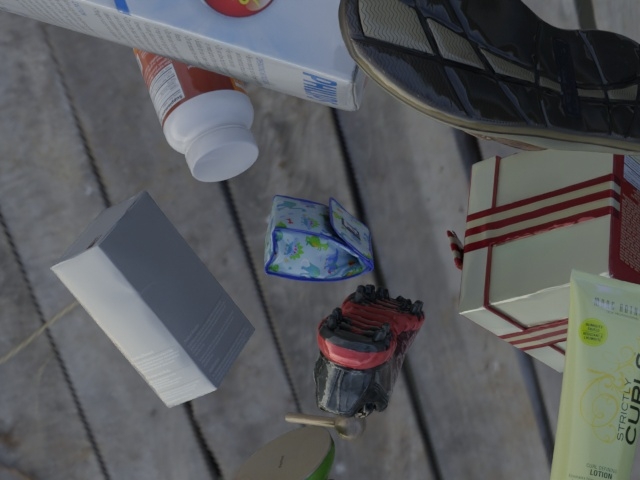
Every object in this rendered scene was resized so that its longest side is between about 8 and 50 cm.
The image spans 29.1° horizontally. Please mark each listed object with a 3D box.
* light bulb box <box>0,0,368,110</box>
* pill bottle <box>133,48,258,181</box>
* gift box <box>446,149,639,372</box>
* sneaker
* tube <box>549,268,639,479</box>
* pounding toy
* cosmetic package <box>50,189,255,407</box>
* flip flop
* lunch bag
[{"bbox_3d":[-0.090,-0.333,1.037,0.361,0.225,0.357,16,91,1],"label":"light bulb box"},{"bbox_3d":[-0.159,-0.190,1.611,0.121,0.121,0.216,-35,64,25],"label":"pill bottle"},{"bbox_3d":[0.337,0.006,1.612,0.258,0.276,0.255,-19,138,41],"label":"gift box"},{"bbox_3d":[0.055,0.135,1.478,0.098,0.276,0.135,16,104,14],"label":"sneaker"},{"bbox_3d":[0.234,0.148,1.033,0.062,0.240,0.070,1,163,44],"label":"tube"},{"bbox_3d":[-0.025,0.378,1.962,0.183,0.237,0.110,-14,113,41],"label":"pounding toy"},{"bbox_3d":[-0.202,0.072,1.514,0.107,0.127,0.238,-26,108,38],"label":"cosmetic package"},{"bbox_3d":[0.126,-0.108,0.830,0.277,0.112,0.080,8,160,-34],"label":"flip flop"},{"bbox_3d":[0.000,0.000,1.753,0.151,0.129,0.096,11,114,-6],"label":"lunch bag"}]
